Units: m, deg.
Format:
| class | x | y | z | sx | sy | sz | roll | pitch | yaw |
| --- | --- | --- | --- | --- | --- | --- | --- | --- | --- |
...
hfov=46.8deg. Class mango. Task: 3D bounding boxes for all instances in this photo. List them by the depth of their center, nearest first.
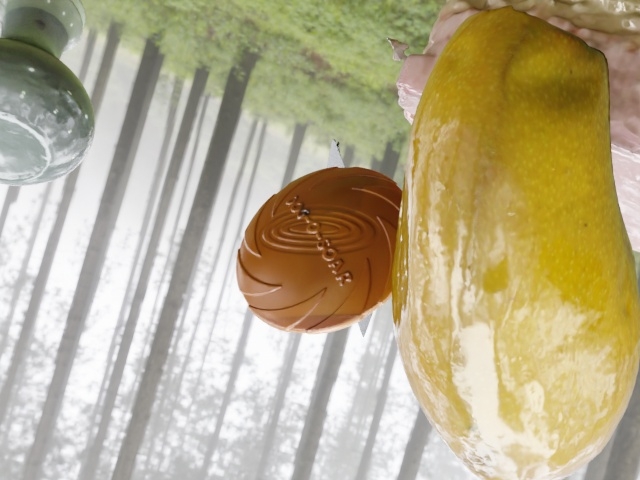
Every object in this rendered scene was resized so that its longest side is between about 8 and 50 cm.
| class | x | y | z | sx | sy | sz | roll | pitch | yaw |
| --- | --- | --- | --- | --- | --- | --- | --- | --- | --- |
| mango | 0.130 | 0.025 | 0.504 | 0.187 | 0.359 | 0.144 | -33 | -148 | -28 |

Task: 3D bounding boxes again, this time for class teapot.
| class | x | y | z | sx | sy | sz | roll | pitch | yaw |
| --- | --- | --- | --- | --- | --- | --- | --- | --- | --- |
| teapot | -0.344 | -0.193 | 0.853 | 0.184 | 0.250 | 0.183 | -3 | 142 | -2 |

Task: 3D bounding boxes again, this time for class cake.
| class | x | y | z | sx | sy | sz | roll | pitch | yaw |
| --- | --- | --- | --- | --- | --- | --- | --- | --- | --- |
| cake | 0.295 | -0.188 | 0.802 | 0.314 | 0.306 | 0.293 | 21 | 164 | 31 |

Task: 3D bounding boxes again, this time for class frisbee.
| class | x | y | z | sx | sy | sz | roll | pitch | yaw |
| --- | --- | --- | --- | --- | --- | --- | --- | --- | --- |
| frisbee | 0.000 | 0.000 | 0.720 | 0.192 | 0.192 | 0.035 | 15 | 156 | 31 |

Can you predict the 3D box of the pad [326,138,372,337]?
| class | x | y | z | sx | sy | sz | roll | pitch | yaw |
| --- | --- | --- | --- | --- | --- | --- | --- | --- | --- |
| pad | 0.044 | -0.006 | 1.099 | 0.009 | 0.265 | 0.159 | -5 | 142 | -17 |
